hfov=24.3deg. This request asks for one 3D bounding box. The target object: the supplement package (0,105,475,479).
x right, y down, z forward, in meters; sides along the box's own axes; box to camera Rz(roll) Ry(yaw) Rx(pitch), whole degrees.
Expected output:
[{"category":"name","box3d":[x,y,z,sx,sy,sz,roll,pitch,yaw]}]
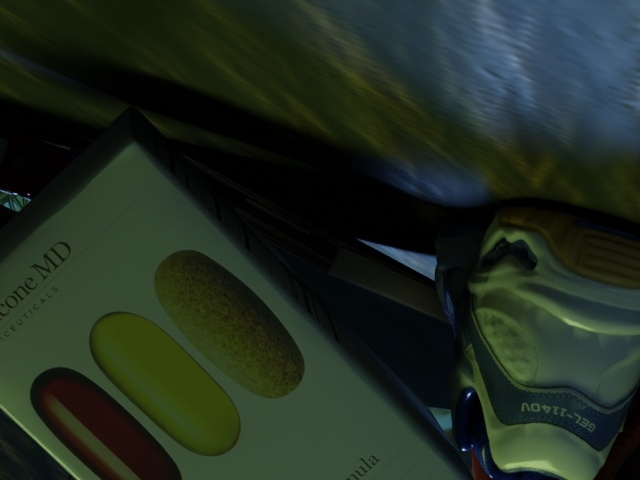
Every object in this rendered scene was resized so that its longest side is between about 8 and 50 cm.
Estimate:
[{"category":"supplement package","box3d":[-0.059,0.070,0.752,0.244,0.139,0.134,46,-177,-14]}]

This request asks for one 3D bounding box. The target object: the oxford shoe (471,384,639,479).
[{"category":"oxford shoe","box3d":[0.132,0.157,0.813,0.096,0.098,0.271,-8,-162,25]}]

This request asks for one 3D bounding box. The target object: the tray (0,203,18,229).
[{"category":"tray","box3d":[-0.265,0.005,1.032,0.410,0.076,0.203,25,-176,11]}]

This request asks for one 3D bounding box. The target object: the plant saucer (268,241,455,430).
[{"category":"plant saucer","box3d":[-0.030,0.044,0.985,0.317,0.044,0.317,25,-168,-6]}]

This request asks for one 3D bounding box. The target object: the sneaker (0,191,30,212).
[{"category":"sneaker","box3d":[-0.209,0.006,1.243,0.261,0.125,0.104,9,152,46]}]

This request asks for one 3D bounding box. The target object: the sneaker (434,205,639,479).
[{"category":"sneaker","box3d":[0.102,0.061,0.788,0.111,0.131,0.296,16,176,4]}]

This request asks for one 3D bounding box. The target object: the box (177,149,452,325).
[{"category":"box","box3d":[0.000,0.000,0.925,0.164,0.021,0.201,29,-177,34]}]

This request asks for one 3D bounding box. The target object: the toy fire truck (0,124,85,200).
[{"category":"toy fire truck","box3d":[-0.238,-0.064,1.080,0.192,0.047,0.135,16,175,23]}]
